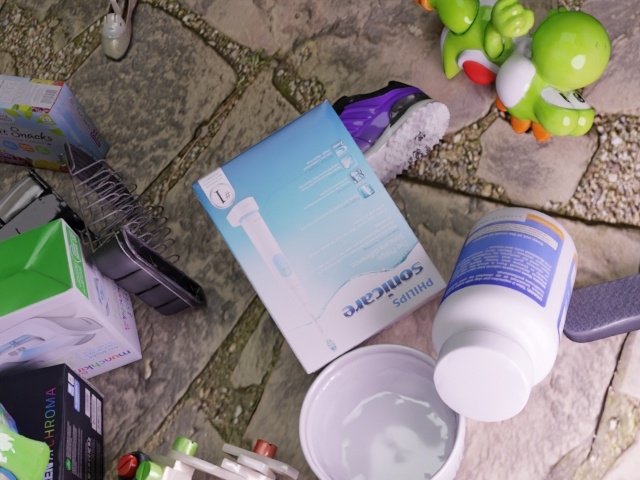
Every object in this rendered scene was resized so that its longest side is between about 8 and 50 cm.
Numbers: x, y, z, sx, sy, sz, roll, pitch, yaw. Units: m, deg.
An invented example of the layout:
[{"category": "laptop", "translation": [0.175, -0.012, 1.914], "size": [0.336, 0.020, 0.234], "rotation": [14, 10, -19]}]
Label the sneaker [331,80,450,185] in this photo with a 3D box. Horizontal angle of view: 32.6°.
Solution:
[{"category": "sneaker", "translation": [0.038, -0.138, 1.628], "size": [0.293, 0.102, 0.146], "rotation": [-34, 50, -9]}]

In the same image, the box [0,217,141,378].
[{"category": "box", "translation": [-0.420, 0.113, 1.526], "size": [0.262, 0.231, 0.127], "rotation": [-21, 56, 4]}]

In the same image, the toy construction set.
[{"category": "toy construction set", "translation": [-0.179, 0.369, 1.352], "size": [0.215, 0.151, 0.328], "rotation": [3, 50, 46]}]

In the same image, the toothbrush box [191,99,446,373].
[{"category": "toothbrush box", "translation": [0.000, 0.000, 1.460], "size": [0.216, 0.126, 0.295], "rotation": [-33, 82, -1]}]

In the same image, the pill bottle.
[{"category": "pill bottle", "translation": [0.222, 0.090, 1.339], "size": [0.152, 0.152, 0.272], "rotation": [6, 35, 20]}]

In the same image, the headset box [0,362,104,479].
[{"category": "headset box", "translation": [-0.446, 0.323, 1.470], "size": [0.283, 0.131, 0.246], "rotation": [-12, 57, 10]}]

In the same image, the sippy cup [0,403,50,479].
[{"category": "sippy cup", "translation": [-0.483, 0.237, 1.318], "size": [0.240, 0.224, 0.305], "rotation": [-40, 56, -7]}]

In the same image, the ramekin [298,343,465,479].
[{"category": "ramekin", "translation": [0.084, 0.244, 1.373], "size": [0.207, 0.109, 0.207], "rotation": [-7, 59, 12]}]

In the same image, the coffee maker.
[{"category": "coffee maker", "translation": [-0.455, 0.004, 1.669], "size": [0.178, 0.120, 0.171], "rotation": [-44, 59, -11]}]

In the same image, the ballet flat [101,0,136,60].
[{"category": "ballet flat", "translation": [-0.359, -0.394, 1.915], "size": [0.057, 0.052, 0.168], "rotation": [-4, 60, 14]}]

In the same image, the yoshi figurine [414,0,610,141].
[{"category": "yoshi figurine", "translation": [0.295, -0.312, 1.594], "size": [0.203, 0.203, 0.362], "rotation": [-30, 59, -10]}]

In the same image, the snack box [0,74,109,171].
[{"category": "snack box", "translation": [-0.470, -0.188, 1.753], "size": [0.207, 0.174, 0.070], "rotation": [8, 62, 20]}]

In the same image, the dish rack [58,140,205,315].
[{"category": "dish rack", "translation": [-0.280, -0.028, 1.592], "size": [0.074, 0.208, 0.271], "rotation": [-31, 55, 9]}]

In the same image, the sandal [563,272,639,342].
[{"category": "sandal", "translation": [0.435, 0.081, 1.406], "size": [0.254, 0.054, 0.097], "rotation": [-10, 50, 22]}]
